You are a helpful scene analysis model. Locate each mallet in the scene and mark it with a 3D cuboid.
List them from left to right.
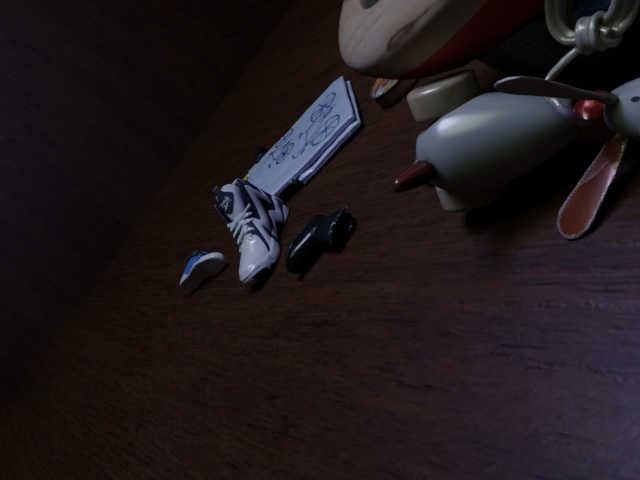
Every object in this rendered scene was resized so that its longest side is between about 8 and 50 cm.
[{"bbox_3d":[-0.188,-0.149,1.754,0.190,0.039,0.062,-54,23,5],"label":"mallet"}]

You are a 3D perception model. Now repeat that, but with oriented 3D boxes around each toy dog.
[{"bbox_3d":[0.198,-0.102,0.710,0.161,0.220,0.333,-38,2,-34],"label":"toy dog"}]

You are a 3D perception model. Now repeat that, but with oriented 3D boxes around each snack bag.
[{"bbox_3d":[-0.048,-0.196,1.541,0.342,0.037,0.323,-44,22,17],"label":"snack bag"}]

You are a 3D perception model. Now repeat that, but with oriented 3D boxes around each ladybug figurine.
[{"bbox_3d":[0.173,-0.336,0.831,0.449,0.161,0.305,-23,47,61],"label":"ladybug figurine"}]

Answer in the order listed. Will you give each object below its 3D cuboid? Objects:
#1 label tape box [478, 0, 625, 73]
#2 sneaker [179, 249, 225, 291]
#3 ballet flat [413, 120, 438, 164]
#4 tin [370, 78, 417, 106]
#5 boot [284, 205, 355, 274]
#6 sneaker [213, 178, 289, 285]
[{"bbox_3d":[0.328,-0.349,0.851,0.249,0.115,0.347,-67,22,0],"label":"label tape box"},{"bbox_3d":[-0.253,0.044,1.533,0.152,0.058,0.085,-40,32,42],"label":"sneaker"},{"bbox_3d":[0.182,-0.154,1.022,0.057,0.049,0.173,17,64,21],"label":"ballet flat"},{"bbox_3d":[0.168,-0.334,1.334,0.190,0.040,0.106,-52,17,-2],"label":"tin"},{"bbox_3d":[0.000,0.001,1.123,0.099,0.045,0.121,-3,50,59],"label":"boot"},{"bbox_3d":[-0.149,-0.031,1.317,0.094,0.153,0.235,-35,26,39],"label":"sneaker"}]
